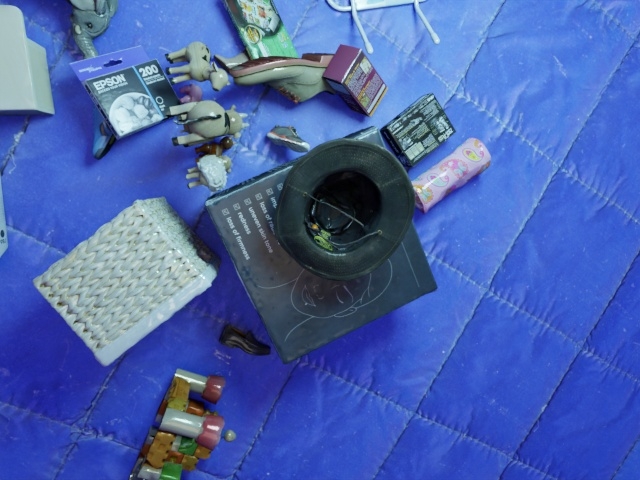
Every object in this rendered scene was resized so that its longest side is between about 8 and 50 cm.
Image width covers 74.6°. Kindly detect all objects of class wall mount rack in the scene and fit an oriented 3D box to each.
[{"bbox_3d":[0.197,-0.690,1.194,0.349,0.130,0.305,-12,102,-8],"label":"wall mount rack"}]

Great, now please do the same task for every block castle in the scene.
[{"bbox_3d":[-0.413,0.640,1.228,0.212,0.303,0.454,23,96,-15],"label":"block castle"}]

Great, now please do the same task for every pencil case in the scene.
[{"bbox_3d":[0.397,-0.205,1.332,0.284,0.124,0.124,-35,105,-3],"label":"pencil case"}]

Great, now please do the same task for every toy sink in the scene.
[{"bbox_3d":[-0.780,-0.437,1.044,0.152,0.131,0.235,-5,102,-11],"label":"toy sink"}]

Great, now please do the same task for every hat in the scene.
[{"bbox_3d":[0.054,-0.079,0.977,0.330,0.134,0.332,1,113,2],"label":"hat"}]

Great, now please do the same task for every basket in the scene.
[{"bbox_3d":[-0.477,0.086,1.105,0.331,0.328,0.267,-39,101,-2],"label":"basket"}]

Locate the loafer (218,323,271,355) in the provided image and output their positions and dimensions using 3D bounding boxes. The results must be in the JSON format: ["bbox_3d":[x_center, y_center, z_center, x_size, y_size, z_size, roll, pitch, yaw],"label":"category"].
[{"bbox_3d":[-0.232,0.318,1.330,0.169,0.062,0.062,21,91,-16],"label":"loafer"}]

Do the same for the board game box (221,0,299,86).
[{"bbox_3d":[-0.162,-0.582,1.177,0.136,0.030,0.260,-32,105,-23],"label":"board game box"}]

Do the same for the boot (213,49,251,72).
[{"bbox_3d":[-0.231,-0.510,1.191,0.118,0.042,0.087,40,84,-16],"label":"boot"}]

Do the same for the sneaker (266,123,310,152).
[{"bbox_3d":[-0.087,-0.303,1.209,0.065,0.157,0.061,-59,150,-8],"label":"sneaker"}]

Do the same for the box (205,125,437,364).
[{"bbox_3d":[0.000,0.000,1.195,0.471,0.297,0.481,-24,103,-5],"label":"box"}]

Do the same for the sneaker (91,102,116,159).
[{"bbox_3d":[-0.583,-0.324,1.134,0.082,0.069,0.210,23,91,-19],"label":"sneaker"}]

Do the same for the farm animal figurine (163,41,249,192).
[{"bbox_3d":[-0.280,-0.326,1.076,0.172,0.327,0.331,-12,118,-1],"label":"farm animal figurine"}]

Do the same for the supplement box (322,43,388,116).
[{"bbox_3d":[0.102,-0.450,1.194,0.104,0.080,0.188,-59,145,3],"label":"supplement box"}]

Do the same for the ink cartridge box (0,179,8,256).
[{"bbox_3d":[-0.942,-0.069,1.114,0.165,0.065,0.334,0,99,-12],"label":"ink cartridge box"}]

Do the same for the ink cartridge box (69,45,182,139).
[{"bbox_3d":[-0.497,-0.399,1.101,0.206,0.045,0.208,-39,107,-36],"label":"ink cartridge box"}]

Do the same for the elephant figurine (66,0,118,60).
[{"bbox_3d":[-0.592,-0.603,1.057,0.239,0.185,0.170,44,46,-25],"label":"elephant figurine"}]

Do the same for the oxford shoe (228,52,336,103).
[{"bbox_3d":[-0.079,-0.436,1.150,0.347,0.123,0.130,-17,123,-28],"label":"oxford shoe"}]

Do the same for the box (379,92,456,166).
[{"bbox_3d":[0.302,-0.341,1.306,0.180,0.077,0.147,-39,105,-2],"label":"box"}]
